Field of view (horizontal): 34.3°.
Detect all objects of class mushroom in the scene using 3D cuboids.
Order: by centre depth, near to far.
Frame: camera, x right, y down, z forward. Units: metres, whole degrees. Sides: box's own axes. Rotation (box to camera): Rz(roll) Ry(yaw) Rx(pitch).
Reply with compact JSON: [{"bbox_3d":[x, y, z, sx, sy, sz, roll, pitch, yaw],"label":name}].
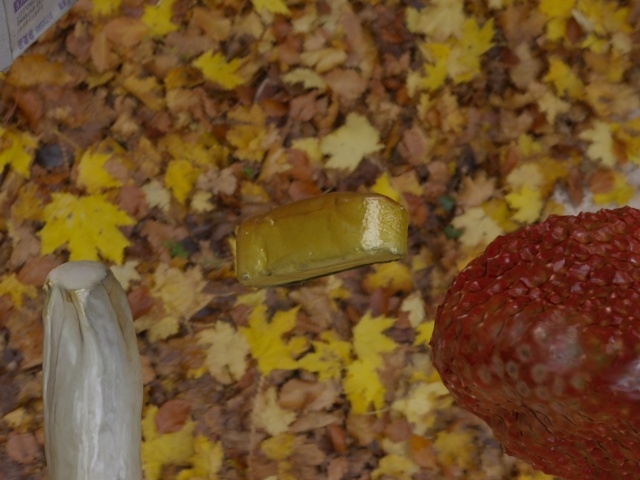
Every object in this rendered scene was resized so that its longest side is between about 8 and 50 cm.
[{"bbox_3d":[-0.204,0.192,0.946,0.094,0.123,0.351,-5,96,-8],"label":"mushroom"}]

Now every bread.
[{"bbox_3d":[0.000,0.000,1.298,0.102,0.245,0.094,20,62,-50],"label":"bread"}]

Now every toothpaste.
[{"bbox_3d":[-0.221,-0.261,0.909,0.068,0.282,0.099,35,46,-31],"label":"toothpaste"}]

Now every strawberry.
[{"bbox_3d":[0.259,0.106,0.927,0.311,0.351,0.267,-5,94,-3],"label":"strawberry"}]
